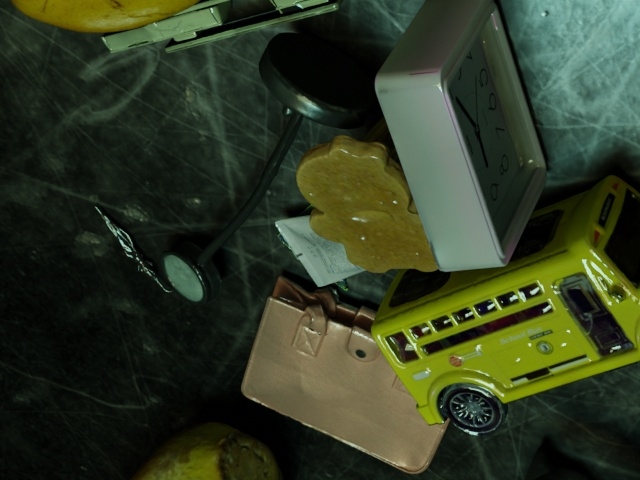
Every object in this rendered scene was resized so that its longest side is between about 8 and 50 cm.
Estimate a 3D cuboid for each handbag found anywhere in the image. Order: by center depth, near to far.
[{"bbox_3d":[0.034,0.134,1.720,0.212,0.059,0.157,23,132,6],"label":"handbag"}]

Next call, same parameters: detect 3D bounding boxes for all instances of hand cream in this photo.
[{"bbox_3d":[0.032,-0.001,1.625,0.142,0.053,0.084,-13,120,39],"label":"hand cream"}]

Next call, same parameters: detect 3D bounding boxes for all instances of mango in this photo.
[{"bbox_3d":[-0.172,-0.245,1.472,0.219,0.112,0.145,-3,146,20],"label":"mango"}]

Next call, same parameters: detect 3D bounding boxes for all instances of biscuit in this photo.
[{"bbox_3d":[0.042,-0.029,1.510,0.133,0.027,0.184,-9,139,40],"label":"biscuit"}]

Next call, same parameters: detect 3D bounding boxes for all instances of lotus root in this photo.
[{"bbox_3d":[-0.138,0.310,1.854,0.193,0.193,0.291,34,128,-4],"label":"lotus root"}]

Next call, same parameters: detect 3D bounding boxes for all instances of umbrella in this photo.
[{"bbox_3d":[-0.193,0.011,1.750,0.022,0.013,0.122,-36,106,26],"label":"umbrella"}]

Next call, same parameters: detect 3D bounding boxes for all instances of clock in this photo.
[{"bbox_3d":[0.124,-0.092,1.447,0.063,0.150,0.197,-3,124,29],"label":"clock"}]

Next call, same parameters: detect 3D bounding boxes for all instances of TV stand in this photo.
[{"bbox_3d":[-0.086,-0.205,1.522,0.249,0.036,0.042,-11,122,29],"label":"TV stand"}]

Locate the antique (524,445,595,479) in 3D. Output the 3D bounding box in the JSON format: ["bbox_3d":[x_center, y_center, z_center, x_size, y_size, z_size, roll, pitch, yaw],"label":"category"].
[{"bbox_3d":[0.285,0.370,1.724,0.255,0.185,0.322,24,132,14],"label":"antique"}]

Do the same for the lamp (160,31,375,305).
[{"bbox_3d":[-0.046,-0.054,1.611,0.130,0.108,0.371,41,144,15],"label":"lamp"}]

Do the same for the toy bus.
[{"bbox_3d":[0.214,0.050,1.522,0.331,0.145,0.151,-24,113,36],"label":"toy bus"}]

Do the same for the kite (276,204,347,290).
[{"bbox_3d":[0.000,0.000,1.666,0.090,0.004,0.122,-1,126,23],"label":"kite"}]

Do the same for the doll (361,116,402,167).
[{"bbox_3d":[0.102,-0.065,1.534,0.127,0.073,0.084,43,101,-8],"label":"doll"}]
